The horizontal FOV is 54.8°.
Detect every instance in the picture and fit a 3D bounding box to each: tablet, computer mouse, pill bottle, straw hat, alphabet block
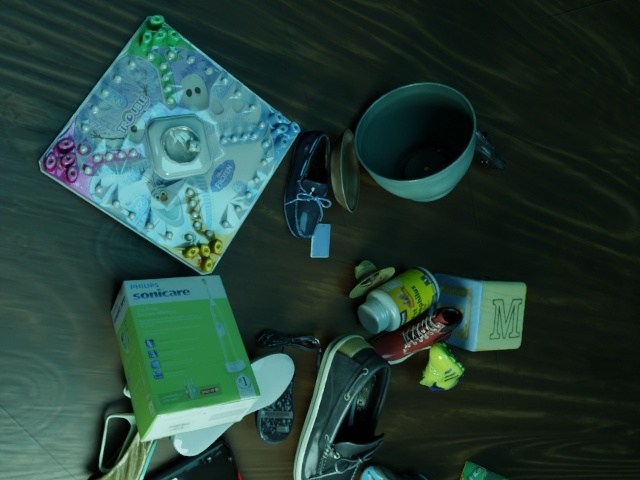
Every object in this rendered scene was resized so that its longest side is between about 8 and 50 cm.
[{"bbox_3d":[0.000,0.000,1.531,0.054,0.006,0.083,1,94,-35],"label":"tablet"},{"bbox_3d":[-0.078,0.347,1.480,0.184,0.060,0.262,5,80,-31],"label":"computer mouse"},{"bbox_3d":[0.203,0.160,1.620,0.215,0.117,0.117,-27,109,-30],"label":"pill bottle"},{"bbox_3d":[0.118,0.085,1.583,0.144,0.144,0.061,-18,66,-33],"label":"straw hat"},{"bbox_3d":[0.440,0.198,1.749,0.197,0.192,0.194,4,94,-34],"label":"alphabet block"}]

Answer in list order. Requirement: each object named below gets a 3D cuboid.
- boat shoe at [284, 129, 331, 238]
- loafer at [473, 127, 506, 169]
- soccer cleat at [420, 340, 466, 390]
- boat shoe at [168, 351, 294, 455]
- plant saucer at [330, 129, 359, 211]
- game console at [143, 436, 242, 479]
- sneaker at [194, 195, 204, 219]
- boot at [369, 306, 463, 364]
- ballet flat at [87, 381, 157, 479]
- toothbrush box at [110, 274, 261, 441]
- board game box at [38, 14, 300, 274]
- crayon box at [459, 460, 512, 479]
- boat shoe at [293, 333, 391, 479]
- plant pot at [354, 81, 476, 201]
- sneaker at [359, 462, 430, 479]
[{"bbox_3d":[-0.029,-0.132,1.447,0.109,0.089,0.258,-3,96,-35],"label":"boat shoe"},{"bbox_3d":[0.468,-0.278,1.791,0.223,0.076,0.078,31,85,-29],"label":"loafer"},{"bbox_3d":[0.321,0.354,1.668,0.121,0.093,0.289,-33,152,0],"label":"soccer cleat"},{"bbox_3d":[-0.199,0.345,1.361,0.306,0.105,0.113,-40,114,-18],"label":"boat shoe"},{"bbox_3d":[0.058,-0.166,1.489,0.198,0.036,0.199,-2,90,-74],"label":"plant saucer"},{"bbox_3d":[-0.321,0.665,1.345,0.386,0.060,0.342,-24,102,-32],"label":"game console"},{"bbox_3d":[-0.285,-0.037,1.297,0.064,0.061,0.158,0,94,-29],"label":"sneaker"},{"bbox_3d":[0.243,0.240,1.600,0.244,0.176,0.088,-15,65,-16],"label":"boot"},{"bbox_3d":[-0.367,0.365,1.260,0.124,0.116,0.342,29,81,-14],"label":"ballet flat"},{"bbox_3d":[-0.267,0.218,1.202,0.206,0.122,0.283,-2,55,-35],"label":"toothbrush box"},{"bbox_3d":[-0.280,-0.192,1.243,0.390,0.050,0.390,36,74,-20],"label":"board game box"},{"bbox_3d":[0.477,0.843,1.897,0.165,0.081,0.279,32,76,-33],"label":"crayon box"},{"bbox_3d":[0.059,0.481,1.494,0.186,0.156,0.501,1,104,-48],"label":"boat shoe"},{"bbox_3d":[0.253,-0.219,1.547,0.293,0.293,0.196,-60,148,-15],"label":"plant pot"},{"bbox_3d":[0.232,0.699,1.713,0.341,0.125,0.140,47,41,-25],"label":"sneaker"}]
